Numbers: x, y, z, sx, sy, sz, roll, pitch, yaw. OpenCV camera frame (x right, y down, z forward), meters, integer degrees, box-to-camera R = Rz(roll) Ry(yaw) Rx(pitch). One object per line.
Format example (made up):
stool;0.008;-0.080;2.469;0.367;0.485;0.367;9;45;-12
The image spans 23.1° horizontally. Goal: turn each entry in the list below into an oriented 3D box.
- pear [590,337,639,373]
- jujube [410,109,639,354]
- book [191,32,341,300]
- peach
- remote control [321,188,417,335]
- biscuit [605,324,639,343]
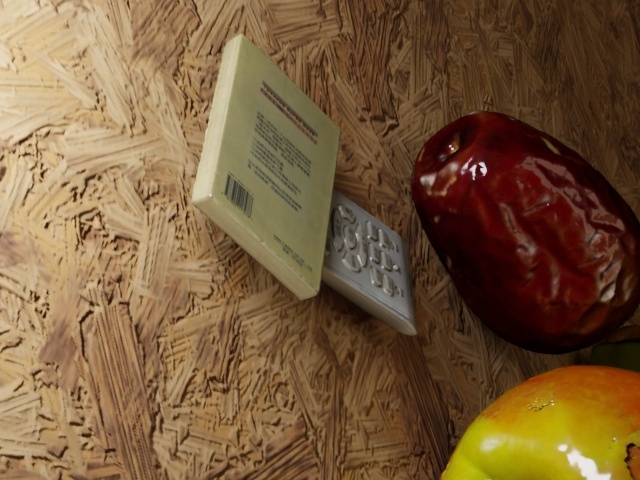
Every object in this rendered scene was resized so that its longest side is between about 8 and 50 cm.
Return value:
pear;0.505;0.260;2.180;0.292;0.159;0.292;2;87;-49
jujube;0.245;-0.007;1.850;0.318;0.223;0.223;45;39;-27
book;-0.047;-0.073;1.490;0.161;0.026;0.230;43;37;-31
peach;0.296;0.301;1.642;0.370;0.370;0.370;35;47;-49
remote control;0.000;0.000;1.588;0.313;0.055;0.109;34;42;-43
biscuit;0.462;0.222;2.291;0.186;0.036;0.192;-29;102;-58
